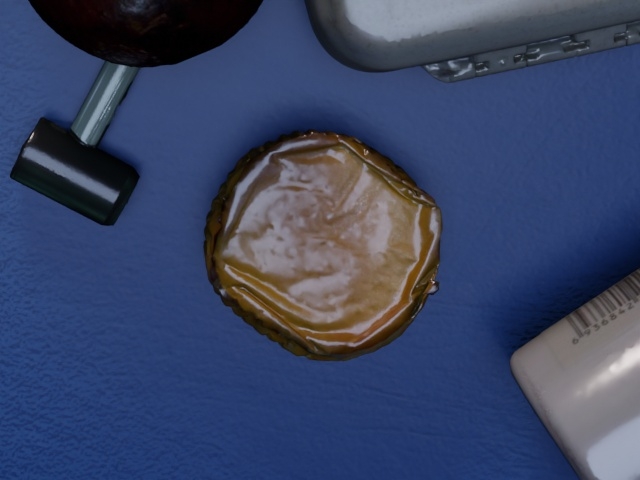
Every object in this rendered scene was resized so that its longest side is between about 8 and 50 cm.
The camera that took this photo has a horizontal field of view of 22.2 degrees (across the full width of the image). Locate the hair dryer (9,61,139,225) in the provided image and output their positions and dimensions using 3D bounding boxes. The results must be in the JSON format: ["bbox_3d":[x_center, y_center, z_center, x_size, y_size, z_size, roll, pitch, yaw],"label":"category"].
[{"bbox_3d":[-0.174,-0.118,1.373,0.100,0.057,0.197,26,94,-9],"label":"hair dryer"}]

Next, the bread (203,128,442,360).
[{"bbox_3d":[-0.001,0.001,1.376,0.199,0.104,0.199,-1,100,-7],"label":"bread"}]

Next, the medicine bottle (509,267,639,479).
[{"bbox_3d":[0.349,0.093,1.357,0.340,0.208,0.208,-33,101,4],"label":"medicine bottle"}]

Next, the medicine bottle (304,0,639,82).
[{"bbox_3d":[0.160,-0.281,1.296,0.375,0.123,0.282,-12,94,-5],"label":"medicine bottle"}]

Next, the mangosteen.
[{"bbox_3d":[-0.151,-0.254,1.228,0.235,0.261,0.235,-4,83,33],"label":"mangosteen"}]
